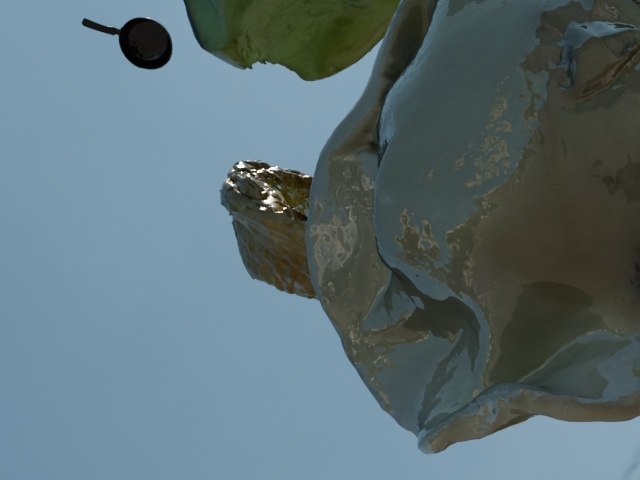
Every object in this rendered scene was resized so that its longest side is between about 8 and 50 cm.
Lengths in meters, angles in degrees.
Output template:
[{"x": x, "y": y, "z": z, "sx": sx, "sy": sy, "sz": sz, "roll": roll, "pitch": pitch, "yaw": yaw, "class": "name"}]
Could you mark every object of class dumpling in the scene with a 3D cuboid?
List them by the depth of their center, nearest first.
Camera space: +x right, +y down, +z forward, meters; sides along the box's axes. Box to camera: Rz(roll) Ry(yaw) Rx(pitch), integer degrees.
[{"x": 0.106, "y": -0.028, "z": 0.960, "sx": 0.243, "sy": 0.318, "sz": 0.187, "roll": -22, "pitch": -26, "yaw": 33, "class": "dumpling"}]

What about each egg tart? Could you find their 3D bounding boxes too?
[{"x": 0.000, "y": 0.000, "z": 1.544, "sx": 0.232, "sy": 0.252, "sz": 0.098, "roll": 9, "pitch": -72, "yaw": -32, "class": "egg tart"}]

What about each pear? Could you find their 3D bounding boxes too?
[{"x": 0.023, "y": -0.297, "z": 1.619, "sx": 0.286, "sy": 0.176, "sz": 0.282, "roll": 2, "pitch": -30, "yaw": -47, "class": "pear"}]

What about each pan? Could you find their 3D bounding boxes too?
[{"x": -0.228, "y": -0.247, "z": 1.957, "sx": 0.023, "sy": 0.115, "sz": 0.068, "roll": -65, "pitch": -5, "yaw": -54, "class": "pan"}]
